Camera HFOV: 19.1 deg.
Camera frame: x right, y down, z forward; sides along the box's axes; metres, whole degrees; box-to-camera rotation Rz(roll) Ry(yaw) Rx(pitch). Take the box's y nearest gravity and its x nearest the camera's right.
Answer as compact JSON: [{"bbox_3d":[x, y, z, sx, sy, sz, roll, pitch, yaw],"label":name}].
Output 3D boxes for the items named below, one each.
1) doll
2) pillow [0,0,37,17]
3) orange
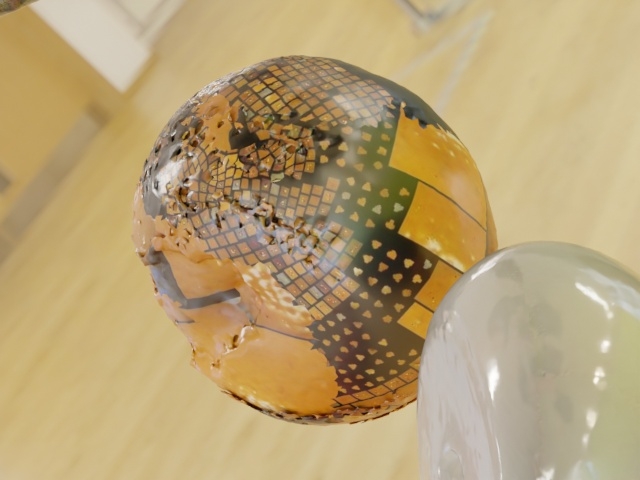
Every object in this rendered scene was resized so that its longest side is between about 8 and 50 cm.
[{"bbox_3d":[0.157,0.095,0.866,0.221,0.221,0.251,-68,-13,-55],"label":"doll"},{"bbox_3d":[-0.102,-0.164,0.884,0.203,0.038,0.113,-20,46,23],"label":"pillow"},{"bbox_3d":[0.000,0.000,1.156,0.182,0.234,0.234,-39,6,-41],"label":"orange"}]
